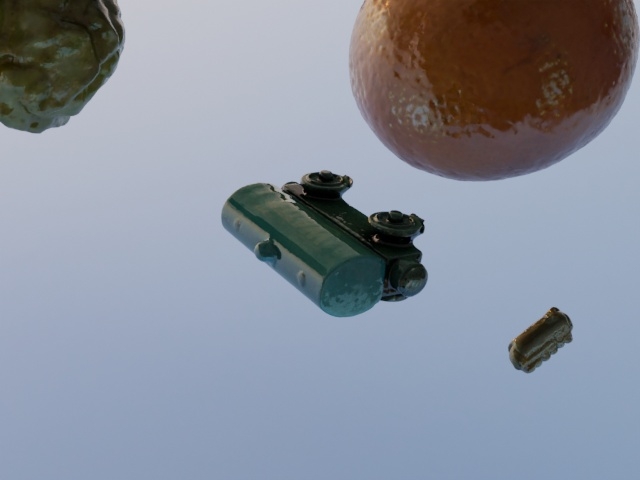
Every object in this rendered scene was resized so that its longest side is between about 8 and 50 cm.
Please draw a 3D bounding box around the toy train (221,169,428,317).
[{"bbox_3d":[0.000,0.000,1.089,0.159,0.101,0.248,-11,-151,-33],"label":"toy train"}]

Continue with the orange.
[{"bbox_3d":[0.242,-0.285,1.470,0.424,0.326,0.424,-11,-142,9],"label":"orange"}]

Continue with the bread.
[{"bbox_3d":[0.246,0.113,1.156,0.088,0.049,0.033,-38,-150,-12],"label":"bread"}]

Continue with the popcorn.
[{"bbox_3d":[-0.306,-0.231,1.047,0.233,0.192,0.266,56,-166,7],"label":"popcorn"}]
